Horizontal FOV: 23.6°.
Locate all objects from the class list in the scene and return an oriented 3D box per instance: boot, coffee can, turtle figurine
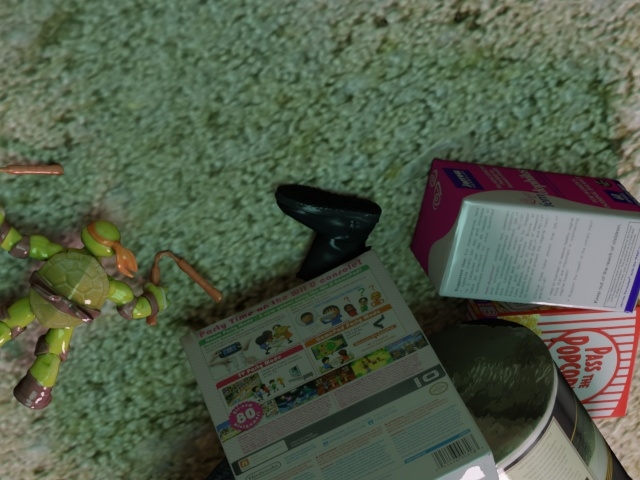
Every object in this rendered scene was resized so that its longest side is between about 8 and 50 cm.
[{"bbox_3d":[0.000,0.000,1.574,0.121,0.045,0.099,11,118,-18],"label":"boot"},{"bbox_3d":[0.203,0.243,1.598,0.201,0.201,0.275,-34,128,3],"label":"coffee can"},{"bbox_3d":[-0.246,0.063,1.512,0.269,0.087,0.217,30,105,-25],"label":"turtle figurine"}]

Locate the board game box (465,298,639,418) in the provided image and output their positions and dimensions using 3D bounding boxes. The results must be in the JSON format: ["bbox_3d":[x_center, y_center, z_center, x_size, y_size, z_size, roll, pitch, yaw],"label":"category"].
[{"bbox_3d":[0.253,0.131,1.701,0.193,0.045,0.147,-4,118,-13],"label":"board game box"}]

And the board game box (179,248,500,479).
[{"bbox_3d":[0.015,0.173,1.474,0.224,0.303,0.097,-24,134,-3],"label":"board game box"}]

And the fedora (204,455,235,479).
[{"bbox_3d":[-0.043,0.335,1.651,0.334,0.152,0.334,-5,103,-20],"label":"fedora"}]

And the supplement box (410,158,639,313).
[{"bbox_3d":[0.220,-0.004,1.588,0.220,0.111,0.114,4,114,-17],"label":"supplement box"}]
